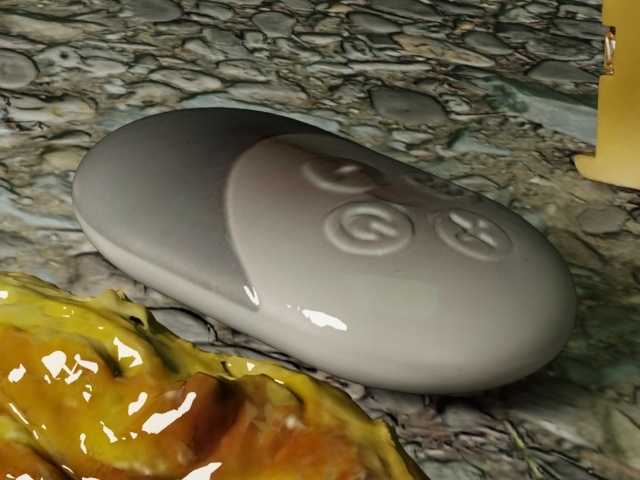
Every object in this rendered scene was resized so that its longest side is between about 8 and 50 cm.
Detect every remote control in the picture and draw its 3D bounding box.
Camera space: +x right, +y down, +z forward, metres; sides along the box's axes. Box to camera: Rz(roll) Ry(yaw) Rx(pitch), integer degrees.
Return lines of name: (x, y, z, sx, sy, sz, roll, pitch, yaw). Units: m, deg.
remote control: (0.000, 0.000, 1.051, 0.332, 0.103, 0.221, 22, 26, 25)

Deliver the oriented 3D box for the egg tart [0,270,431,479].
egg tart: (-0.116, 0.166, 0.551, 0.352, 0.153, 0.339, 9, 44, 10)

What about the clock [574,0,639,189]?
clock: (0.373, -0.153, 1.361, 0.317, 0.244, 0.200, -9, 17, -41)
